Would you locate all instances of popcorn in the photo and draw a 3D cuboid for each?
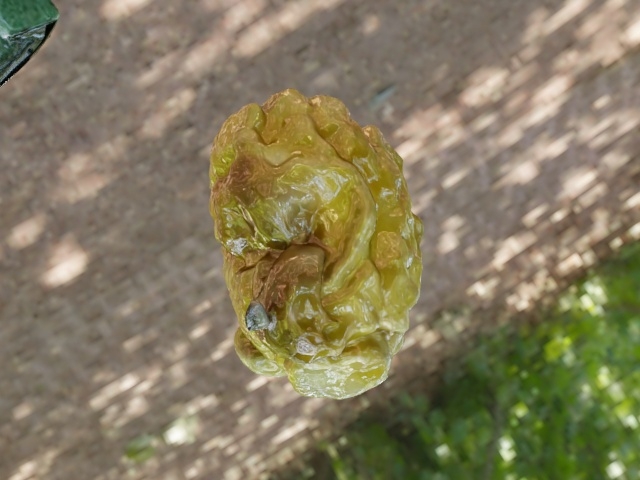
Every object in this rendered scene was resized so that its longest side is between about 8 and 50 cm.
[{"bbox_3d":[0.002,0.009,1.019,0.140,0.194,0.163,-14,150,-2],"label":"popcorn"}]

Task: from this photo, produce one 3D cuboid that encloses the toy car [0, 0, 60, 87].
[{"bbox_3d":[-0.260,-0.170,0.676,0.141,0.320,0.097,-50,-162,-22],"label":"toy car"}]
